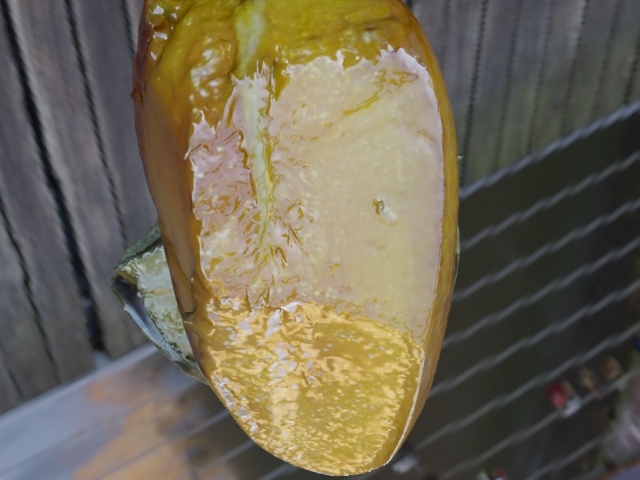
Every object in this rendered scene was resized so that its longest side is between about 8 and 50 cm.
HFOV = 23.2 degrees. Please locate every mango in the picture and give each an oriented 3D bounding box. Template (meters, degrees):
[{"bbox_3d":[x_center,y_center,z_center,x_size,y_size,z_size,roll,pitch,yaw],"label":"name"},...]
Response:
[{"bbox_3d":[0.000,0.000,0.897,0.199,0.201,0.350,-44,140,-31],"label":"mango"}]

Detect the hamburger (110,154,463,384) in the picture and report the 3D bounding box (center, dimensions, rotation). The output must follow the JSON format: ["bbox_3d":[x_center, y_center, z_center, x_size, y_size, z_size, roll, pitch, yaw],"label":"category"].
[{"bbox_3d":[-0.004,0.024,1.300,0.309,0.211,0.132,-31,-170,7],"label":"hamburger"}]
